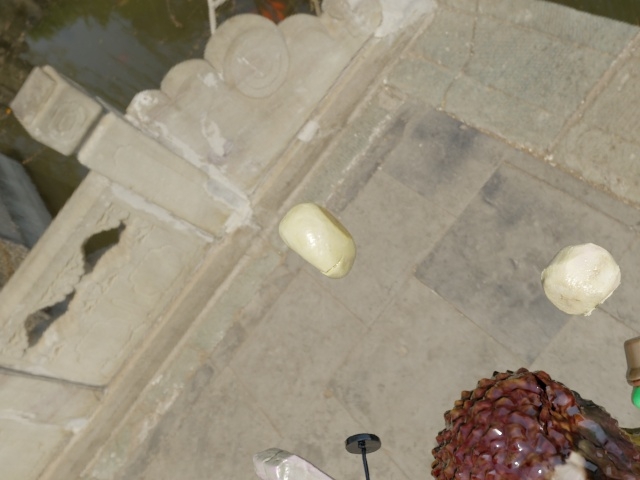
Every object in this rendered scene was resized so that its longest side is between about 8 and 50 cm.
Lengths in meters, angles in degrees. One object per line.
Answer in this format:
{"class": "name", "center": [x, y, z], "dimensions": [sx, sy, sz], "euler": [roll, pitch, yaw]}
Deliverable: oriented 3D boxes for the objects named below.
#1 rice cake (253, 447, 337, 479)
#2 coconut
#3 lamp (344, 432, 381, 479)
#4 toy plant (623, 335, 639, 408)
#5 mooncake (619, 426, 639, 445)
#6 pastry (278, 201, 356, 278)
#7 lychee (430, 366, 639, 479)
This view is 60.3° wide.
{"class": "rice cake", "center": [0.043, 0.380, 0.770], "dimensions": [0.050, 0.298, 0.106], "euler": [-58, 14, -25]}
{"class": "coconut", "center": [0.424, 0.058, 0.885], "dimensions": [0.124, 0.110, 0.110], "euler": [-37, 45, -25]}
{"class": "lamp", "center": [0.149, 0.740, 1.556], "dimensions": [0.130, 0.108, 0.371], "euler": [-21, 67, 18]}
{"class": "toy plant", "center": [0.708, 0.298, 1.151], "dimensions": [0.143, 0.105, 0.200], "euler": [-13, 73, -15]}
{"class": "mooncake", "center": [0.495, 0.358, 0.821], "dimensions": [0.235, 0.235, 0.117], "euler": [1, 99, 36]}
{"class": "pastry", "center": [0.000, 0.000, 0.997], "dimensions": [0.092, 0.156, 0.156], "euler": [-48, 51, 12]}
{"class": "lychee", "center": [0.185, 0.213, 0.481], "dimensions": [0.188, 0.188, 0.188], "euler": [-15, 62, 30]}
